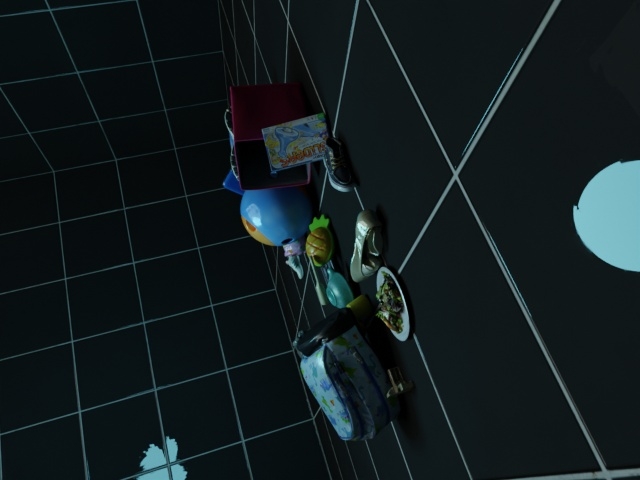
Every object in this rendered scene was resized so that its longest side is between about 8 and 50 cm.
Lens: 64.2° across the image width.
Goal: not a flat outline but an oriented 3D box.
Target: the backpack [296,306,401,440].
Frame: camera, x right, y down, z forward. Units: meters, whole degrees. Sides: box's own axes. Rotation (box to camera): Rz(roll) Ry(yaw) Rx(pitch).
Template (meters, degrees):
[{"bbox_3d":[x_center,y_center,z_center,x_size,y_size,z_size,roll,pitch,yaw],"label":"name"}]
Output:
[{"bbox_3d":[0.086,0.421,1.550,0.355,0.273,0.290,47,150,-1],"label":"backpack"}]

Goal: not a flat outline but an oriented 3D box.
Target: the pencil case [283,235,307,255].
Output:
[{"bbox_3d":[-0.137,-0.069,2.318,0.124,0.124,0.284,136,120,-76],"label":"pencil case"}]

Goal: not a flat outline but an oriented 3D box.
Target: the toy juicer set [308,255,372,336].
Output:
[{"bbox_3d":[0.076,0.201,1.730,0.329,0.089,0.209,44,151,47],"label":"toy juicer set"}]

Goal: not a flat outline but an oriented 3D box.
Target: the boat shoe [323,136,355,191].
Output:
[{"bbox_3d":[0.048,-0.219,1.456,0.183,0.065,0.083,-115,17,-45],"label":"boat shoe"}]

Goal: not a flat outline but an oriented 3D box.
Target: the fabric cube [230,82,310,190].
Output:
[{"bbox_3d":[-0.175,-0.361,1.781,0.259,0.254,0.258,95,166,-57],"label":"fabric cube"}]

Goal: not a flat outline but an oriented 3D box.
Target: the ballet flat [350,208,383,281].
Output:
[{"bbox_3d":[0.129,0.033,1.361,0.086,0.086,0.248,-118,20,-47],"label":"ballet flat"}]

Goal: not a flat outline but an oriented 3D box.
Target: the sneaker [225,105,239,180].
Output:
[{"bbox_3d":[-0.310,-0.383,2.108,0.147,0.129,0.330,97,164,-84],"label":"sneaker"}]

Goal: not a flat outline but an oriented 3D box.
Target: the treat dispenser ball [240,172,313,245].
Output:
[{"bbox_3d":[-0.171,-0.121,2.011,0.288,0.288,0.288,166,90,-77],"label":"treat dispenser ball"}]

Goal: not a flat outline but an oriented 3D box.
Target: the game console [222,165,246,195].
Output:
[{"bbox_3d":[-0.347,-0.354,2.487,0.173,0.293,0.250,38,101,42],"label":"game console"}]

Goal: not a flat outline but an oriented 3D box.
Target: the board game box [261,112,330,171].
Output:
[{"bbox_3d":[-0.068,-0.301,1.575,0.035,0.201,0.136,-21,-82,-81],"label":"board game box"}]

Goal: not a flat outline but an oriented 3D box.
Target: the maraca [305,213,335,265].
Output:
[{"bbox_3d":[0.000,0.000,1.827,0.127,0.099,0.186,-15,71,41],"label":"maraca"}]

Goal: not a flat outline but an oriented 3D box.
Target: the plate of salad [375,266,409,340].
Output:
[{"bbox_3d":[0.179,0.168,1.334,0.200,0.048,0.200,167,90,-78],"label":"plate of salad"}]

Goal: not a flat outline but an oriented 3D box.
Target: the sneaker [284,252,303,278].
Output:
[{"bbox_3d":[-0.137,0.124,2.601,0.057,0.075,0.161,124,132,-73],"label":"sneaker"}]

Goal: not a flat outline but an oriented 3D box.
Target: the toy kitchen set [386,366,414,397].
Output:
[{"bbox_3d":[0.204,0.386,1.405,0.083,0.068,0.075,102,152,-62],"label":"toy kitchen set"}]

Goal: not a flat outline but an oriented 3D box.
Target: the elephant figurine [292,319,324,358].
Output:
[{"bbox_3d":[-0.018,0.479,2.323,0.186,0.169,0.239,50,154,-12],"label":"elephant figurine"}]

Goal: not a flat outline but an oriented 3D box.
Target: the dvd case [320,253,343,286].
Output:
[{"bbox_3d":[0.026,0.074,1.946,0.179,0.029,0.239,99,154,-58],"label":"dvd case"}]
